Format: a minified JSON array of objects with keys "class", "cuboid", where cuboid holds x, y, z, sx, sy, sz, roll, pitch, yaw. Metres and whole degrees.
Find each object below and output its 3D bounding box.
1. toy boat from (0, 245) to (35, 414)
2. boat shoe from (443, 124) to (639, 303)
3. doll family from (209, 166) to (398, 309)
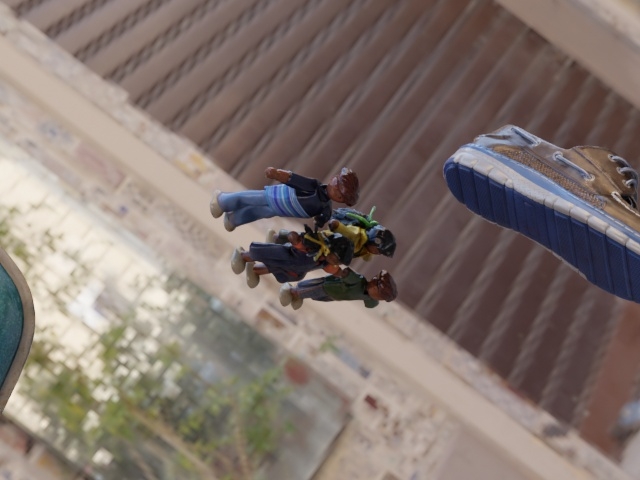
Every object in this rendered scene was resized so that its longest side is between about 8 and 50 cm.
[{"class":"toy boat","cuboid":[-0.347,0.055,0.838,0.267,0.318,0.148,-56,3,-4]},{"class":"boat shoe","cuboid":[0.164,-0.026,0.889,0.066,0.183,0.066,-44,-33,-21]},{"class":"doll family","cuboid":[0.000,0.000,1.081,0.193,0.111,0.076,29,-120,-60]}]
